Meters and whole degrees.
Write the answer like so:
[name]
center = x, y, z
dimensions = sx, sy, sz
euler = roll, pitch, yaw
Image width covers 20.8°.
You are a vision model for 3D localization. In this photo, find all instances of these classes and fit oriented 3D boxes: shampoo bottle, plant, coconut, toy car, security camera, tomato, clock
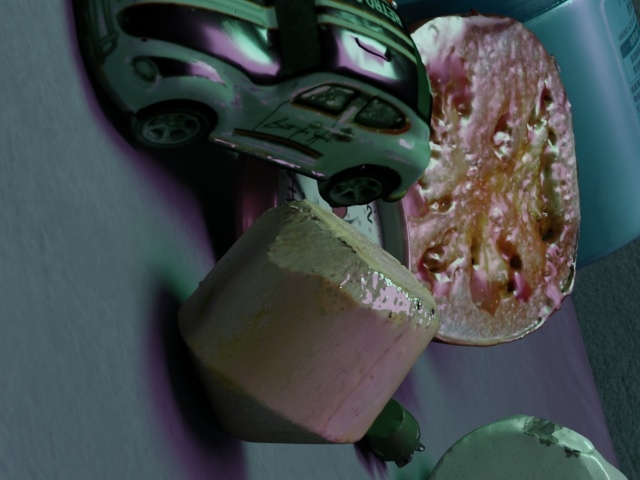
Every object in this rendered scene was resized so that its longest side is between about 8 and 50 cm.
[shampoo bottle]
center = 0.201, -0.165, 1.929
dimensions = 0.331, 0.331, 0.342
euler = -80, 149, -65
[plant]
center = 0.065, 0.173, 1.515
dimensions = 0.102, 0.051, 0.051
euler = 61, 16, -58
[coconut]
center = -0.013, 0.064, 1.129
dimensions = 0.147, 0.152, 0.147
euler = 37, 10, -8
[toy car]
center = -0.024, -0.127, 1.211
dimensions = 0.306, 0.125, 0.136
euler = 19, 52, -42
[security camera]
center = 0.200, 0.264, 1.652
dimensions = 0.236, 0.195, 0.194
euler = 31, 42, -75
[tomato]
center = 0.105, -0.056, 1.673
dimensions = 0.338, 0.144, 0.338
euler = 3, 86, -46
[clock]
center = -0.001, 0.000, 1.358
dimensions = 0.244, 0.056, 0.244
euler = 20, 67, -57

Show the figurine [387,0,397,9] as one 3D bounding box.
[figurine]
center = -0.018, -0.224, 1.463
dimensions = 0.285, 0.167, 0.342
euler = -56, 129, -68
